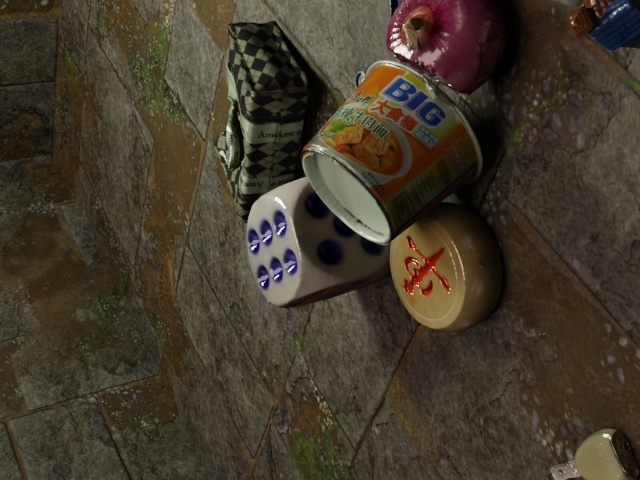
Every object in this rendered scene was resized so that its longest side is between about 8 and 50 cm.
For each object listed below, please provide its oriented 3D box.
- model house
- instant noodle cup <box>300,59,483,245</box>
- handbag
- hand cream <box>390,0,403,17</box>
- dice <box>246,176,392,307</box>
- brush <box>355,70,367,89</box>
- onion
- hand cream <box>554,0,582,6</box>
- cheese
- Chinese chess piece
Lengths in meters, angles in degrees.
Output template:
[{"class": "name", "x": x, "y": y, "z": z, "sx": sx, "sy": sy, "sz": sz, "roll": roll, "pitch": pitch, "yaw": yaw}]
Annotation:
[{"class": "model house", "x": 0.406, "y": -0.328, "z": 1.218, "sx": 0.119, "sy": 0.149, "sz": 0.148, "roll": -30, "pitch": 77, "yaw": 58}, {"class": "instant noodle cup", "x": 0.116, "y": -0.143, "z": 1.605, "sx": 0.296, "sy": 0.214, "sz": 0.296, "roll": 41, "pitch": 164, "yaw": 14}, {"class": "handbag", "x": -0.166, "y": -0.297, "z": 2.210, "sx": 0.416, "sy": 0.180, "sz": 0.316, "roll": 102, "pitch": 151, "yaw": -44}, {"class": "hand cream", "x": 0.166, "y": -0.522, "z": 1.660, "sx": 0.120, "sy": 0.061, "sz": 0.270, "roll": 26, "pitch": 131, "yaw": 48}, {"class": "dice", "x": 0.000, "y": 0.000, "z": 1.936, "sx": 0.259, "sy": 0.251, "sz": 0.243, "roll": -27, "pitch": 77, "yaw": 60}, {"class": "brush", "x": 0.124, "y": -0.226, "z": 1.829, "sx": 0.296, "sy": 0.060, "sz": 0.068, "roll": 63, "pitch": 150, "yaw": 23}, {"class": "onion", "x": 0.219, "y": -0.356, "z": 1.512, "sx": 0.207, "sy": 0.201, "sz": 0.200, "roll": -134, "pitch": 38, "yaw": -74}, {"class": "hand cream", "x": 0.325, "y": -0.420, "z": 1.401, "sx": 0.059, "sy": 0.095, "sz": 0.276, "roll": -51, "pitch": 43, "yaw": -2}, {"class": "cheese", "x": 0.454, "y": 0.381, "z": 1.518, "sx": 0.192, "sy": 0.037, "sz": 0.097, "roll": -43, "pitch": 63, "yaw": 56}, {"class": "Chinese chess piece", "x": 0.235, "y": 0.051, "z": 1.708, "sx": 0.251, "sy": 0.097, "sz": 0.250, "roll": 29, "pitch": 125, "yaw": 52}]
